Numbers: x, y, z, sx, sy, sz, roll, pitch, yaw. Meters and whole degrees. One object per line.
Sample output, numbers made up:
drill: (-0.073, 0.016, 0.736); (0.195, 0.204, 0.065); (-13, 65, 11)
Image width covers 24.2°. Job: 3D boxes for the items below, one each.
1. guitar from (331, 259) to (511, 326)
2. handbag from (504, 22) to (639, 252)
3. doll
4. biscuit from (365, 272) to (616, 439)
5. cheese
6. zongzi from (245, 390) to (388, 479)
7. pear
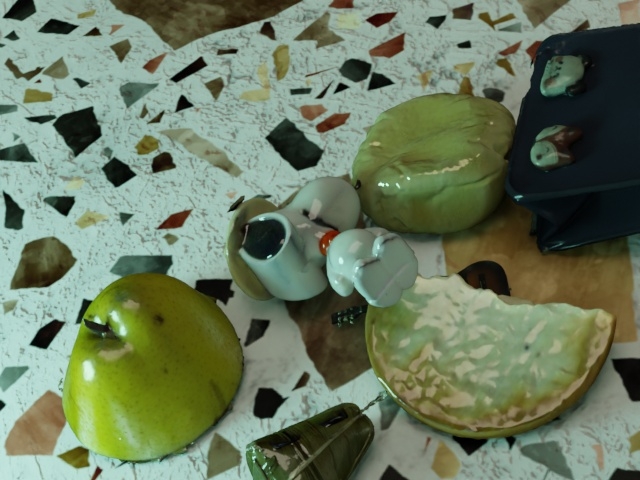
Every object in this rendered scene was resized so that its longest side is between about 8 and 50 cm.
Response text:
guitar: (0.128, 0.081, 1.903); (0.233, 0.025, 0.088); (-11, 50, 7)
handbag: (0.412, -0.155, 1.903); (0.329, 0.122, 0.303); (-11, 45, 32)
doll: (-0.011, 0.016, 1.872); (0.208, 0.144, 0.271); (-36, 33, 2)
biscuit: (0.190, 0.143, 1.808); (0.309, 0.040, 0.204); (12, 65, 23)
cheese: (0.153, -0.112, 2.004); (0.226, 0.117, 0.214); (-4, 44, 18)
zongzi: (0.025, 0.286, 1.746); (0.189, 0.081, 0.178); (-21, 69, -21)
pear: (-0.224, 0.127, 1.866); (0.267, 0.178, 0.267); (-5, 51, 6)
